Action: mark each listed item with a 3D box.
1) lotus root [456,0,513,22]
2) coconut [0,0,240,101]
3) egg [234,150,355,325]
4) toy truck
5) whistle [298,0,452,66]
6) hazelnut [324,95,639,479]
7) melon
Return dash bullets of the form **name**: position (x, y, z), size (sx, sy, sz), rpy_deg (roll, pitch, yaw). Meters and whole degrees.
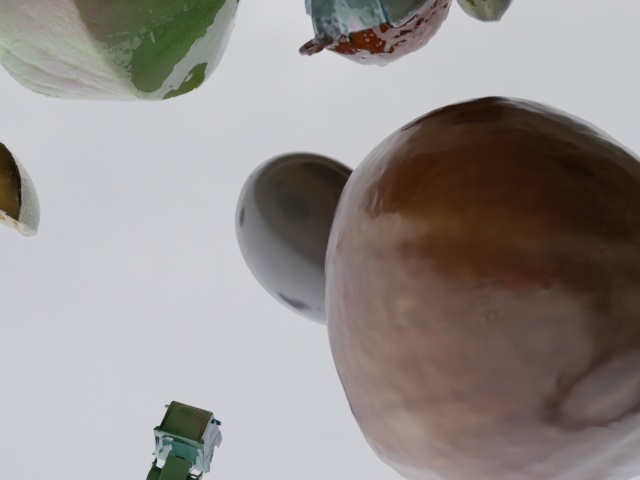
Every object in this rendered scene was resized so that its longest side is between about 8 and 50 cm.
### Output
- **lotus root**: position (0.175, -0.335, 1.729), size (0.089, 0.179, 0.080), rpy_deg (-7, -168, 24)
- **coconut**: position (-0.166, -0.210, 1.228), size (0.236, 0.236, 0.204), rpy_deg (21, -125, 4)
- **egg**: position (0.000, 0.000, 1.482), size (0.146, 0.146, 0.199), rpy_deg (-18, -117, -43)
- **toy truck**: position (-0.158, 0.251, 1.565), size (0.067, 0.081, 0.175), rpy_deg (16, -120, 8)
- **whistle**: position (0.105, -0.281, 1.510), size (0.346, 0.142, 0.134), rpy_deg (-40, -83, -21)
- **hazelnut**: position (0.174, 0.053, 1.209), size (0.372, 0.372, 0.315), rpy_deg (12, -104, -9)
- **melon**: position (-0.363, -0.062, 1.689), size (0.160, 0.079, 0.128), rpy_deg (18, 165, 25)
